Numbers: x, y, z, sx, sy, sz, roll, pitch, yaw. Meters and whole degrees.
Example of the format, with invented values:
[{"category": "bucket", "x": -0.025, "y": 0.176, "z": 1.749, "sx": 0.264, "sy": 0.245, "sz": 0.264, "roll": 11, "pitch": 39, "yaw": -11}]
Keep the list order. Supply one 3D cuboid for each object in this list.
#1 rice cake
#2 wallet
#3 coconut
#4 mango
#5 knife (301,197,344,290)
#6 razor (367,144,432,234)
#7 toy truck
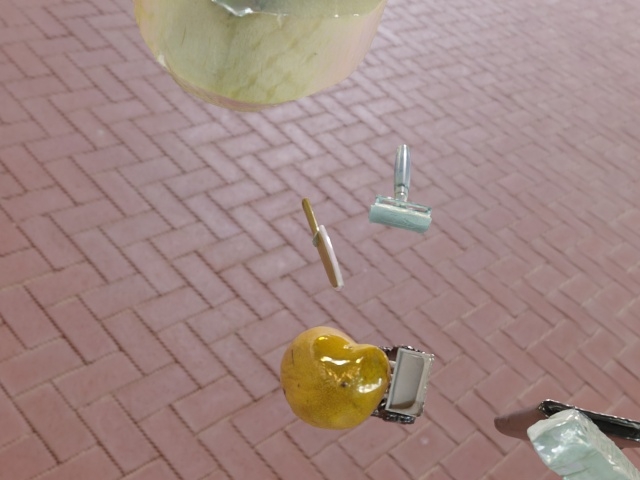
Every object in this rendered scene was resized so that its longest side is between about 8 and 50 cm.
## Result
[{"category": "rice cake", "x": 0.341, "y": 0.282, "z": 0.989, "sx": 0.336, "sy": 0.066, "sz": 0.063, "roll": 41, "pitch": 24, "yaw": -38}, {"category": "wallet", "x": 0.373, "y": 0.291, "z": 1.275, "sx": 0.165, "sy": 0.309, "sz": 0.042, "roll": 17, "pitch": 73, "yaw": 3}, {"category": "coconut", "x": -0.061, "y": -0.262, "z": 0.820, "sx": 0.259, "sy": 0.259, "sz": 0.259, "roll": 15, "pitch": 39, "yaw": -13}, {"category": "mango", "x": 0.012, "y": 0.208, "z": 1.273, "sx": 0.109, "sy": 0.262, "sz": 0.157, "roll": 12, "pitch": 77, "yaw": -22}, {"category": "knife", "x": -0.001, "y": 0.000, "z": 1.300, "sx": 0.022, "sy": 0.046, "sz": 0.256, "roll": -1, "pitch": 35, "yaw": -15}, {"category": "razor", "x": 0.093, "y": -0.066, "z": 0.955, "sx": 0.068, "sy": 0.040, "sz": 0.135, "roll": 13, "pitch": 41, "yaw": -3}, {"category": "toy truck", "x": 0.112, "y": 0.247, "z": 1.461, "sx": 0.111, "sy": 0.286, "sz": 0.136, "roll": 15, "pitch": 78, "yaw": -9}]
